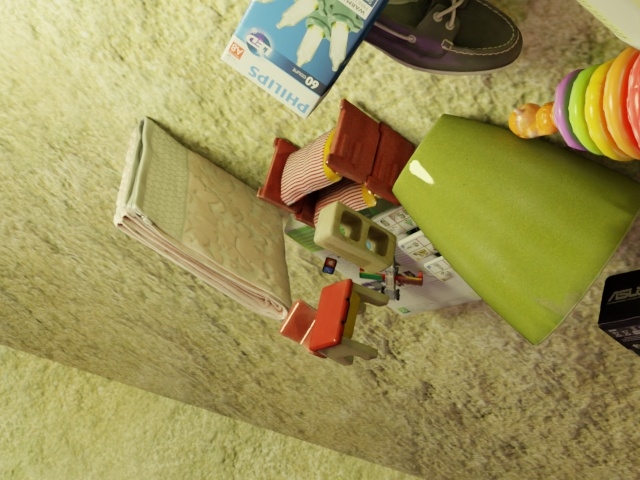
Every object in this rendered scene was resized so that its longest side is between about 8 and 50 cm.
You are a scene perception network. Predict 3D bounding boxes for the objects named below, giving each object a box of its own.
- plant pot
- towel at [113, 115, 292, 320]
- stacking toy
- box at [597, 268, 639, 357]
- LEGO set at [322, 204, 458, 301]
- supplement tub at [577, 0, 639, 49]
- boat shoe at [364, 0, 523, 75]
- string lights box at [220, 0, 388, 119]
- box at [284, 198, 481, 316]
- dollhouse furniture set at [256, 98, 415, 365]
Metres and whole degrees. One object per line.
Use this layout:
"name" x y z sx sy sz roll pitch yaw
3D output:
"plant pot" 0.260 -0.046 1.479 0.293 0.275 0.275 35 152 6
"towel" -0.181 -0.042 1.686 0.317 0.332 0.053 34 113 -23
"stacking toy" 0.360 -0.164 1.311 0.175 0.166 0.302 22 166 -35
"box" 0.635 0.122 1.410 0.318 0.097 0.395 35 147 -26
"LEGO set" 0.119 0.022 1.768 0.182 0.060 0.244 38 137 -24
"supplement tub" 0.306 -0.317 0.944 0.325 0.235 0.235 30 150 -29
"boat shoe" 0.089 -0.292 1.263 0.335 0.112 0.095 19 156 7
"string lights box" 0.001 -0.280 1.202 0.133 0.077 0.260 35 132 -1
"box" 0.126 0.023 1.852 0.322 0.058 0.232 35 148 -29
"dollhouse furniture set" 0.000 0.000 1.558 0.152 0.374 0.201 29 149 -27
